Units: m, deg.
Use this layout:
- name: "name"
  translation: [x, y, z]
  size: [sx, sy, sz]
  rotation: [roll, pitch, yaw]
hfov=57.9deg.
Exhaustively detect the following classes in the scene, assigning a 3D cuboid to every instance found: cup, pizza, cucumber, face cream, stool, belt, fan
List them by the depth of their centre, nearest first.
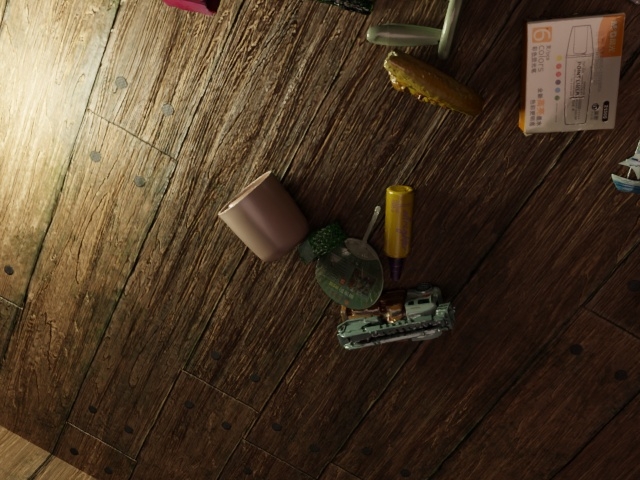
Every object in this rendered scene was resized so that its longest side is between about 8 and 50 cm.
- name: "stool"
  translation: [0.232, -0.544, 1.358]
  size: [0.198, 0.195, 0.195]
  rotation: [18, 115, 9]
- name: "pizza"
  translation: [0.275, -0.365, 1.375]
  size: [0.257, 0.268, 0.087]
  rotation: [26, 106, 5]
- name: "cucumber"
  translation: [0.010, -0.617, 1.453]
  size: [0.256, 0.043, 0.044]
  rotation: [17, 109, 5]
- name: "face cream"
  translation: [0.218, -0.015, 1.635]
  size: [0.078, 0.078, 0.273]
  rotation: [5, 113, 10]
- name: "cup"
  translation: [-0.170, -0.052, 1.660]
  size: [0.200, 0.191, 0.253]
  rotation: [51, 142, -14]
- name: "belt"
  translation: [0.000, 0.000, 1.662]
  size: [0.151, 0.121, 0.079]
  rotation: [-37, 81, 22]
- name: "fan"
  translation: [0.117, 0.075, 1.671]
  size: [0.294, 0.012, 0.223]
  rotation: [-39, 69, 23]

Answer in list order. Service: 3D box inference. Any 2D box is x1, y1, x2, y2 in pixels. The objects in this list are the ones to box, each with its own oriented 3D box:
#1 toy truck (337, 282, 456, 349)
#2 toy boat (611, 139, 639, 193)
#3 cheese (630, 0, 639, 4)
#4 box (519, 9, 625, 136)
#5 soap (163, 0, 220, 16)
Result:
- name: "toy truck"
  translation: [0.224, 0.231, 1.677]
  size: [0.338, 0.184, 0.133]
  rotation: [-9, 111, 15]
- name: "toy boat"
  translation: [0.817, -0.184, 1.473]
  size: [0.105, 0.034, 0.149]
  rotation: [33, 102, 0]
- name: "cheese"
  translation: [0.636, -0.619, 1.314]
  size: [0.251, 0.054, 0.127]
  rotation: [35, 114, -4]
- name: "box"
  translation: [0.595, -0.401, 1.391]
  size: [0.220, 0.091, 0.274]
  rotation: [-3, 112, 12]
- name: "soap"
  translation: [-0.311, -0.698, 1.419]
  size: [0.162, 0.099, 0.250]
  rotation: [14, 93, 12]
